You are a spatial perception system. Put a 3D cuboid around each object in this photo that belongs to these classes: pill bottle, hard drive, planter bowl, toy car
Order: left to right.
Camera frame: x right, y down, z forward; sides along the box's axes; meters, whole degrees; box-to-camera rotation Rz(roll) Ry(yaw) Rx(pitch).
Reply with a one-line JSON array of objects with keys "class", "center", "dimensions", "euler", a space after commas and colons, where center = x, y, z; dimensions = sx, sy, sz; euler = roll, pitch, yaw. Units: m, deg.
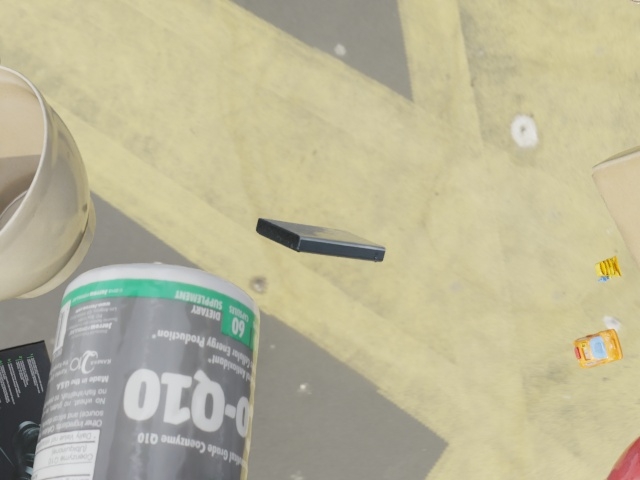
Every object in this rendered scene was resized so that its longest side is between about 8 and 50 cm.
[{"class": "planter bowl", "center": [-0.223, -0.023, 0.731], "dimensions": [0.162, 0.109, 0.162], "euler": [-11, 60, 21]}, {"class": "pill bottle", "center": [-0.171, 0.221, 1.020], "dimensions": [0.204, 0.204, 0.361], "euler": [-7, 63, 20]}, {"class": "hard drive", "center": [0.000, 0.000, 1.315], "dimensions": [0.094, 0.135, 0.022], "euler": [24, 103, 51]}, {"class": "toy car", "center": [0.281, 0.078, 1.115], "dimensions": [0.060, 0.040, 0.122], "euler": [1, 96, 55]}]

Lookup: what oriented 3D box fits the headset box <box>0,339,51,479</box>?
[{"class": "headset box", "center": [-0.443, 0.273, 1.354], "dimensions": [0.131, 0.283, 0.246], "euler": [-20, 86, 28]}]

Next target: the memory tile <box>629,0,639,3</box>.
[{"class": "memory tile", "center": [0.547, -0.404, 1.712], "dimensions": [0.148, 0.012, 0.113], "euler": [31, 56, 35]}]

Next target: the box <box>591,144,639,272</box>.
[{"class": "box", "center": [0.188, 0.026, 0.319], "dimensions": [0.021, 0.201, 0.164], "euler": [-30, 94, -27]}]

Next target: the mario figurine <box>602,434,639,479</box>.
[{"class": "mario figurine", "center": [0.444, 0.377, 1.251], "dimensions": [0.170, 0.198, 0.320], "euler": [-4, 75, -22]}]
